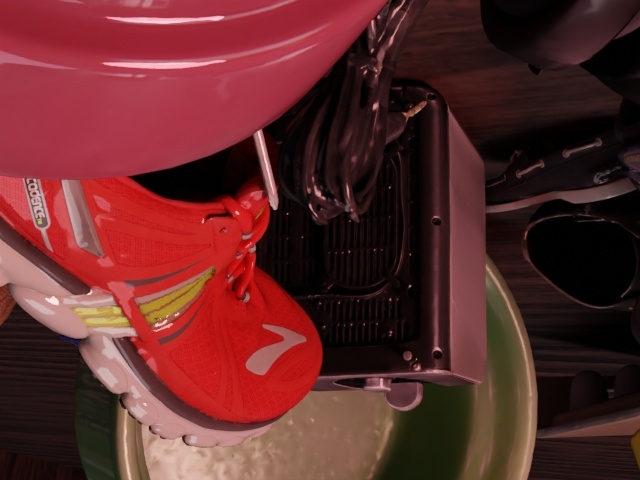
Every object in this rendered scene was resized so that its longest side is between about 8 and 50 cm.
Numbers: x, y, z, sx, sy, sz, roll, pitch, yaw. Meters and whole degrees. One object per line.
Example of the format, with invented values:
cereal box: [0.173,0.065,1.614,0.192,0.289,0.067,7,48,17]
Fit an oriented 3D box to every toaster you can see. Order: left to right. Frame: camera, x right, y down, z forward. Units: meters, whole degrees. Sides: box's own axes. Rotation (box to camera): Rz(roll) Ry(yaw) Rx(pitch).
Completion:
toaster: [0.000,0.000,0.856,0.168,0.186,0.110,-5,165,18]

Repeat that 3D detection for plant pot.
plant pot: [-0.040,-0.140,0.310,0.201,0.201,0.180,14,149,-20]

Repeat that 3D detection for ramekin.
ramekin: [-0.018,0.112,1.049,0.303,0.303,0.148,16,172,-26]

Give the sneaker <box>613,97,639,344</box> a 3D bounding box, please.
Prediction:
sneaker: [0.191,-0.034,0.713,0.121,0.111,0.300,23,150,5]

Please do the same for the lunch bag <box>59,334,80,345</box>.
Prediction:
lunch bag: [-0.065,0.093,1.326,0.293,0.138,0.221,3,166,35]

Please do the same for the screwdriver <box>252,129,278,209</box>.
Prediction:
screwdriver: [-0.033,-0.088,0.580,0.024,0.170,0.025,-25,-159,-26]

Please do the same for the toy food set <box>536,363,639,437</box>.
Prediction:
toy food set: [0.316,0.106,1.268,0.219,0.092,0.306,0,169,-13]

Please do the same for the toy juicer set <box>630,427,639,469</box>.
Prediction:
toy juicer set: [0.325,0.057,0.799,0.209,0.089,0.329,-10,152,-34]

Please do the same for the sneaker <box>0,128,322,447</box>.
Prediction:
sneaker: [-0.058,0.001,0.663,0.118,0.107,0.279,-25,143,16]

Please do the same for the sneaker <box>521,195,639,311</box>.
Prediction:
sneaker: [0.224,0.020,0.887,0.222,0.083,0.118,6,-172,14]

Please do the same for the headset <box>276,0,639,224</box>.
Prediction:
headset: [0.134,-0.061,0.483,0.243,0.185,0.394,22,177,-41]

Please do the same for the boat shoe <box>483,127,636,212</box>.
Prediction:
boat shoe: [0.129,-0.039,0.873,0.046,0.038,0.125,-19,-173,-33]

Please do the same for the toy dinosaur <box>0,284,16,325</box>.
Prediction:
toy dinosaur: [-0.181,-0.013,0.909,0.127,0.200,0.296,37,-163,-25]
